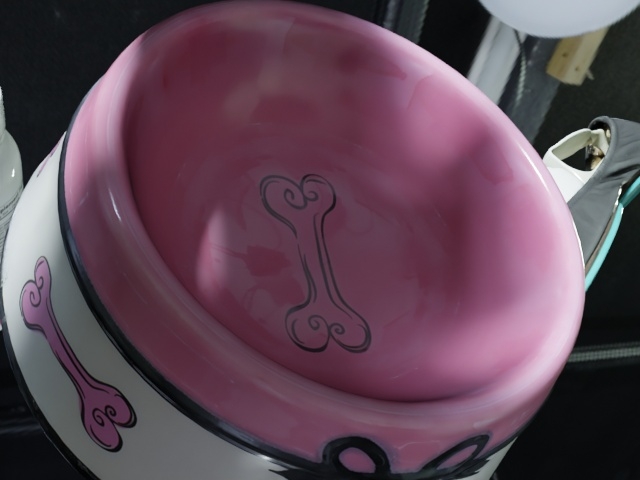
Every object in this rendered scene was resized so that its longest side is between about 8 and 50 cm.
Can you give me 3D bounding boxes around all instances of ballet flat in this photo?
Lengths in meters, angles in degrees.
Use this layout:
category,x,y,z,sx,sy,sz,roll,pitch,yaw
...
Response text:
category,x,y,z,sx,sy,sz,roll,pitch,yaw
ballet flat,0.234,-0.036,0.704,0.280,0.096,0.095,-41,-21,-44

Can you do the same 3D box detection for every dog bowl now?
category,x,y,z,sx,sy,sz,roll,pitch,yaw
dog bowl,0.000,0.000,0.539,0.408,0.408,0.150,-2,-33,-30

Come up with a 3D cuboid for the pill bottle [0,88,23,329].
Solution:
category,x,y,z,sx,sy,sz,roll,pitch,yaw
pill bottle,-0.392,-0.036,0.797,0.160,0.160,0.283,-10,-42,-26
